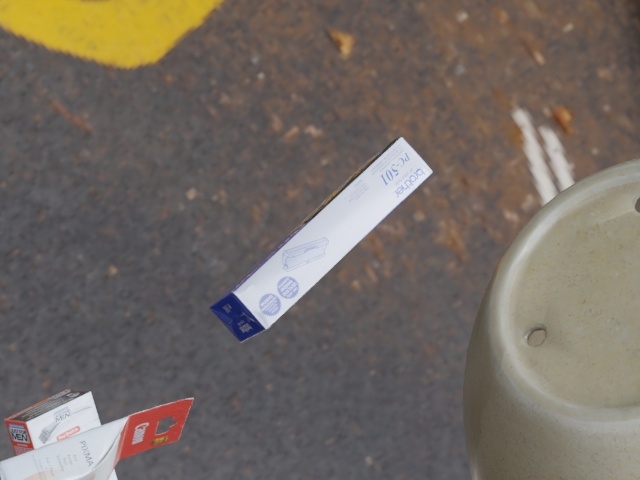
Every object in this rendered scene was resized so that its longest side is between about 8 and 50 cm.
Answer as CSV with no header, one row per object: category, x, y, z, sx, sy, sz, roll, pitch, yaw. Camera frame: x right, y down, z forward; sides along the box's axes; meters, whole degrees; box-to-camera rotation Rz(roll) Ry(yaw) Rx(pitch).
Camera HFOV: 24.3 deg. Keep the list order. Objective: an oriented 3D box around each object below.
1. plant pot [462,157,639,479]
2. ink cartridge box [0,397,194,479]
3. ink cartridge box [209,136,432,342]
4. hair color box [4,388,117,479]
plant pot,0.181,0.066,0.715,0.191,0.284,0.284,44,31,-45
ink cartridge box,-0.198,0.206,1.334,0.179,0.145,0.045,-16,71,-18
ink cartridge box,0.000,0.000,1.294,0.207,0.097,0.046,-43,94,-19
hair color box,-0.289,0.265,1.705,0.093,0.053,0.167,-24,106,-41
